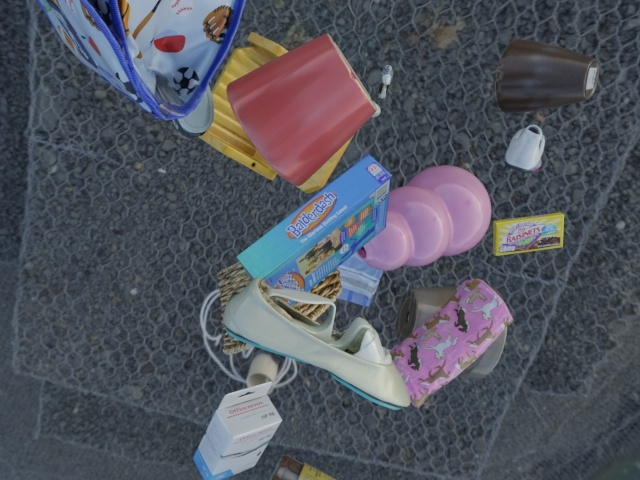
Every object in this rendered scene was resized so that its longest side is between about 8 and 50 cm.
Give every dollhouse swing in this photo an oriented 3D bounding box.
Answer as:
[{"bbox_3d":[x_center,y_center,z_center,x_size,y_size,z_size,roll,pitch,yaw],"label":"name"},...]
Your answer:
[{"bbox_3d":[-0.120,-0.356,1.455,0.315,0.305,0.347,26,99,-40],"label":"dollhouse swing"}]

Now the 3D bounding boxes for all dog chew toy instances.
[{"bbox_3d":[0.215,-0.037,1.093,0.331,0.206,0.207,-25,114,-29],"label":"dog chew toy"}]

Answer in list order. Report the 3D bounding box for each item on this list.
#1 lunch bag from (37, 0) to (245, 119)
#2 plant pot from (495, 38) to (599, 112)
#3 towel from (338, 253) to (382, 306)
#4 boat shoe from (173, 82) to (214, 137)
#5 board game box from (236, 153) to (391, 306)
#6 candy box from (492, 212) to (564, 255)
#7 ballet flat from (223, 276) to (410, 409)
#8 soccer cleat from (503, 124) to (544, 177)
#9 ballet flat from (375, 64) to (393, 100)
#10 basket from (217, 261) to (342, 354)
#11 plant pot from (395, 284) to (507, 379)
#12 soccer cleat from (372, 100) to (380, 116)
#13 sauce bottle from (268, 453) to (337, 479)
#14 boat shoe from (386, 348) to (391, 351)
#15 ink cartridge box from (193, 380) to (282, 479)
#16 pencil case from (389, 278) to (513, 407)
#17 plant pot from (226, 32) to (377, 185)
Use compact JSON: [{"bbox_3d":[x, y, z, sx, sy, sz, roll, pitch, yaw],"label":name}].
[{"bbox_3d":[-0.258,-0.389,0.664,0.238,0.327,0.386,-13,127,-39],"label":"lunch bag"},{"bbox_3d":[0.667,-0.473,1.455,0.230,0.215,0.216,19,120,41],"label":"plant pot"},{"bbox_3d":[0.096,0.093,1.603,0.209,0.034,0.285,17,131,3],"label":"towel"},{"bbox_3d":[-0.296,-0.381,1.111,0.114,0.091,0.303,3,87,-27],"label":"boat shoe"},{"bbox_3d":[0.000,0.000,0.669,0.210,0.160,0.047,-39,70,-12],"label":"board game box"},{"bbox_3d":[0.613,-0.019,1.480,0.205,0.027,0.105,-8,107,-2],"label":"candy box"},{"bbox_3d":[0.013,0.113,0.564,0.248,0.086,0.086,27,112,-17],"label":"ballet flat"},{"bbox_3d":[0.640,-0.284,1.539,0.115,0.331,0.143,24,112,15],"label":"soccer cleat"},{"bbox_3d":[0.200,-0.481,1.545,0.041,0.041,0.114,14,133,-1],"label":"ballet flat"},{"bbox_3d":[-0.087,0.149,1.226,0.299,0.223,0.213,-27,154,38],"label":"basket"},{"bbox_3d":[0.416,0.284,1.692,0.280,0.323,0.324,12,113,-9],"label":"plant pot"},{"bbox_3d":[0.150,-0.455,1.744,0.068,0.196,0.076,-22,72,32],"label":"soccer cleat"},{"bbox_3d":[0.073,0.430,0.701,0.344,0.111,0.112,27,112,7],"label":"sauce bottle"},{"bbox_3d":[0.126,0.389,1.573,0.301,0.102,0.108,17,118,-16],"label":"boat shoe"},{"bbox_3d":[-0.139,0.333,0.865,0.104,0.060,0.180,-4,132,-42],"label":"ink cartridge box"},{"bbox_3d":[0.339,0.281,1.383,0.386,0.167,0.160,-42,102,-2],"label":"pencil case"},{"bbox_3d":[-0.028,-0.297,1.100,0.243,0.275,0.275,-32,106,15],"label":"plant pot"}]
